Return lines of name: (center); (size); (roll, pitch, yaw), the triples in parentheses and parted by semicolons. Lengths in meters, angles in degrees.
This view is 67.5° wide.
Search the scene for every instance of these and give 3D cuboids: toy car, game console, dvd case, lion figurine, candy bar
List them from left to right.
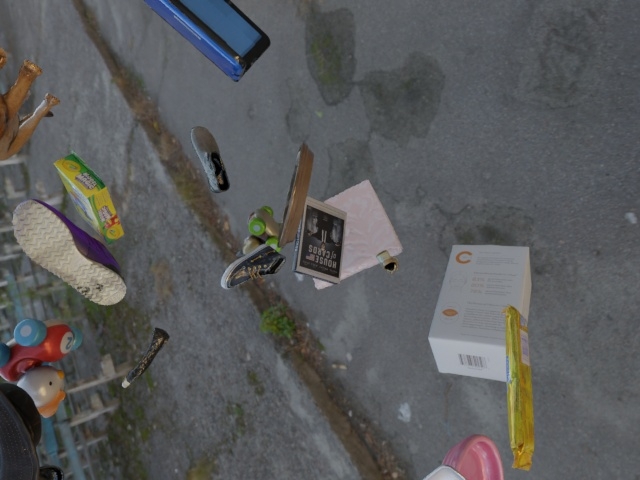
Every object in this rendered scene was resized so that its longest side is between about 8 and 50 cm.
lion figurine: (-0.636, -0.227, 0.930); (0.240, 0.142, 0.392); (-64, 8, -11)
toy car: (-0.759, 0.362, 1.319); (0.238, 0.210, 0.219); (57, 174, 15)
game console: (-0.260, -0.546, 1.141); (0.293, 0.173, 0.250); (38, 178, -15)
toy car: (-0.214, 0.003, 1.534); (0.188, 0.155, 0.149); (-37, 103, 16)
dvd case: (0.000, 0.000, 1.471); (0.029, 0.179, 0.239); (-14, 64, 47)
candy bar: (0.199, 0.142, 0.481); (0.018, 0.040, 0.161); (-18, 53, 41)

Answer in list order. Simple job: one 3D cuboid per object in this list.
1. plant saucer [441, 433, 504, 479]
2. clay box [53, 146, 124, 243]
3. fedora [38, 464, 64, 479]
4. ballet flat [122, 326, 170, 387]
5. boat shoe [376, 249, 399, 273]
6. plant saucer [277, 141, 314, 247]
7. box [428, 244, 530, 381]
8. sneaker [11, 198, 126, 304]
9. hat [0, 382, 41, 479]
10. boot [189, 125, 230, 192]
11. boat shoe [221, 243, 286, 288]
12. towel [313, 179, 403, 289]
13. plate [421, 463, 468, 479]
plant saucer: (0.460, 0.772, 1.484); (0.084, 0.332, 0.332); (-7, 96, 44)
clay box: (-0.529, -0.099, 1.096); (0.127, 0.053, 0.222); (41, 152, 16)
fedora: (-0.668, 0.662, 1.024); (0.152, 0.334, 0.334); (32, 131, 15)
ballet flat: (-0.461, 0.305, 1.250); (0.049, 0.173, 0.057); (37, 169, -12)
boat shoe: (0.199, 0.071, 1.381); (0.050, 0.135, 0.045); (-34, 61, 15)
plant saucer: (-0.063, -0.113, 1.234); (0.278, 0.041, 0.278); (-166, 90, -83)
box: (0.454, 0.190, 1.330); (0.215, 0.345, 0.168); (2, 136, 30)
sneaker: (-0.569, 0.018, 1.100); (0.293, 0.102, 0.146); (56, 177, -29)
hat: (-0.608, 0.335, 0.856); (0.331, 0.134, 0.331); (2, 102, 11)
boot: (-0.355, -0.276, 1.585); (0.246, 0.083, 0.161); (70, 162, -5)
boat shoe: (-0.181, 0.079, 1.309); (0.083, 0.183, 0.065); (27, 143, 34)
towel: (0.089, -0.022, 1.727); (0.053, 0.332, 0.317); (46, -160, -59)
plate: (0.272, 0.596, 0.976); (0.277, 0.045, 0.278); (39, 118, 2)
